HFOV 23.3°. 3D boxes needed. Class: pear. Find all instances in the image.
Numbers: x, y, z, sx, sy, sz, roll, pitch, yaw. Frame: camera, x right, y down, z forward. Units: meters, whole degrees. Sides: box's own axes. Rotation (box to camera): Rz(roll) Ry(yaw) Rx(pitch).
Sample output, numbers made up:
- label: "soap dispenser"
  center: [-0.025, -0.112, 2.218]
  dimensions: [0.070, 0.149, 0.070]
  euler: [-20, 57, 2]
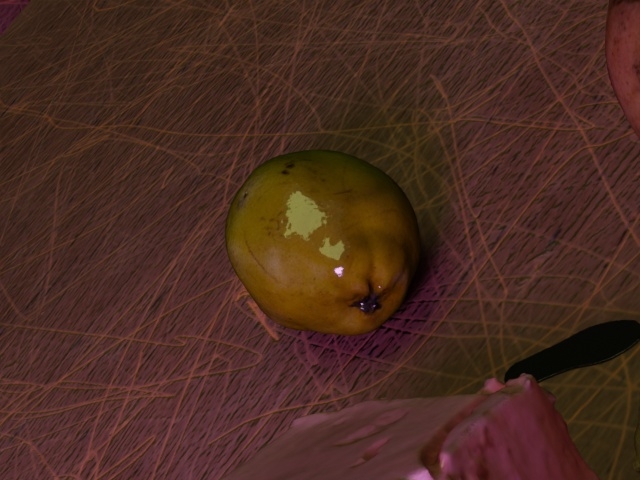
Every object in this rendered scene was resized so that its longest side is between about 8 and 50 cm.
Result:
- label: "pear"
  center: [0.000, 0.000, 1.758]
  dimensions: [0.212, 0.212, 0.269]
  euler: [-41, 40, -1]

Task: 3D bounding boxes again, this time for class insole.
- label: "insole"
  center: [0.253, 0.115, 1.563]
  dimensions: [0.152, 0.002, 0.053]
  euler: [-26, 36, 20]

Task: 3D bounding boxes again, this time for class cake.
- label: "cake"
  center: [0.069, 0.295, 1.232]
  dimensions: [0.314, 0.307, 0.293]
  euler: [-19, 10, 35]

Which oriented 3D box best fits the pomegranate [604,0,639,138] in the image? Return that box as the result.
- label: "pomegranate"
  center: [0.432, -0.194, 1.504]
  dimensions: [0.322, 0.322, 0.322]
  euler: [-26, 37, 21]

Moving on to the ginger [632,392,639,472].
- label: "ginger"
  center: [0.342, 0.100, 1.434]
  dimensions: [0.089, 0.075, 0.288]
  euler: [-31, 32, 56]
